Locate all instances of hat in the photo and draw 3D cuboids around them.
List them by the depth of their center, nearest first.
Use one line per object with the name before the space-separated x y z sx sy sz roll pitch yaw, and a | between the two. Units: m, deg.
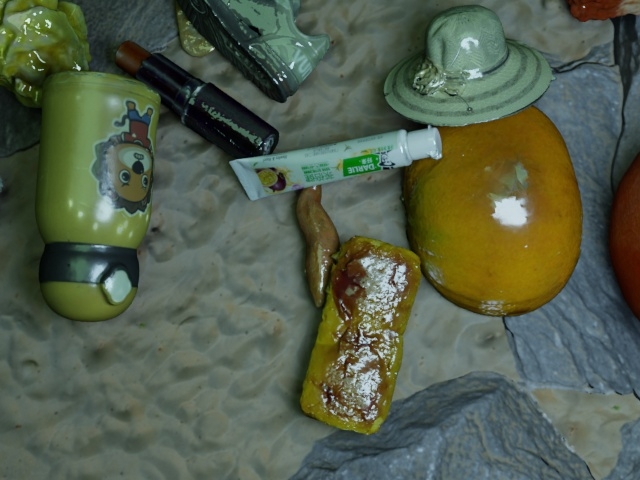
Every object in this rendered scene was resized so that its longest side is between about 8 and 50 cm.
hat | 0.206 -0.276 1.050 0.251 0.110 0.252 -10 40 8

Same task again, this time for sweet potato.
sweet potato | -0.001 0.001 1.102 0.055 0.058 0.202 -24 67 44

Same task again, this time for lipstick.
lipstick | -0.199 -0.218 1.148 0.299 0.081 0.081 35 83 8

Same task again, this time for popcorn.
popcorn | -0.454 -0.300 1.139 0.167 0.185 0.188 1 87 20

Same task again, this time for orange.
orange | 0.254 -0.052 1.074 0.274 0.274 0.311 -2 109 4

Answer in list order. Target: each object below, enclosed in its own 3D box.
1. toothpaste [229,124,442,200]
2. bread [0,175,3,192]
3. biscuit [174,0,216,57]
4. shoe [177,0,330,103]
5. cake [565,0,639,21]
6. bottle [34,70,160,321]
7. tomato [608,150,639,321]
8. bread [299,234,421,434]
toothpaste | 0.019 -0.115 1.063 0.314 0.056 0.058 -10 86 23
bread | -0.616 -0.082 1.139 0.209 0.110 0.192 35 89 11
biscuit | -0.203 -0.372 1.215 0.071 0.018 0.147 -10 79 3
shoe | -0.106 -0.363 1.157 0.149 0.109 0.293 -41 87 -14
cake | 0.524 -0.493 1.053 0.319 0.270 0.270 1 78 5
bottle | -0.330 -0.056 1.081 0.171 0.171 0.352 1 86 5
tomato | 0.556 -0.004 0.943 0.341 0.273 0.342 -1 77 5
bread | 0.055 0.132 1.048 0.139 0.077 0.271 16 81 2
